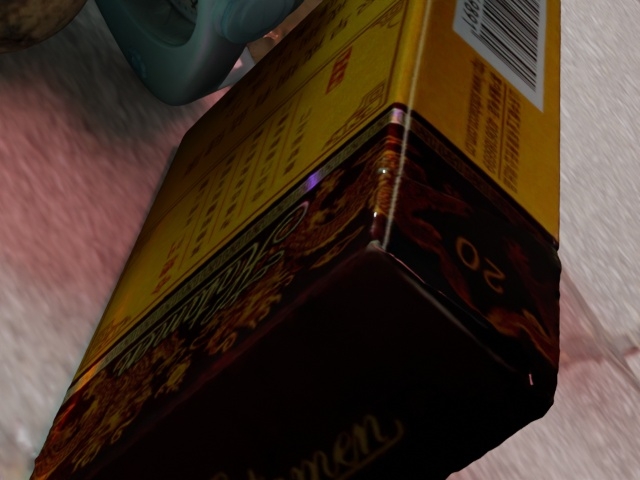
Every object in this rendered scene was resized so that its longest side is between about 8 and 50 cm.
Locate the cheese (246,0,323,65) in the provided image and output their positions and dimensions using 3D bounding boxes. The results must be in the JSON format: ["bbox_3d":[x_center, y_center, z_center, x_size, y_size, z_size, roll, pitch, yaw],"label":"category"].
[{"bbox_3d":[0.056,-0.136,1.189,0.266,0.127,0.233,35,35,-15],"label":"cheese"}]

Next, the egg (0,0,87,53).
[{"bbox_3d":[-0.203,-0.192,0.923,0.141,0.141,0.181,29,26,-28],"label":"egg"}]

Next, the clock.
[{"bbox_3d":[-0.085,-0.216,0.952,0.094,0.274,0.223,-27,92,-24],"label":"clock"}]

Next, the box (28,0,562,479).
[{"bbox_3d":[0.000,0.000,0.818,0.116,0.264,0.415,41,28,-17],"label":"box"}]
